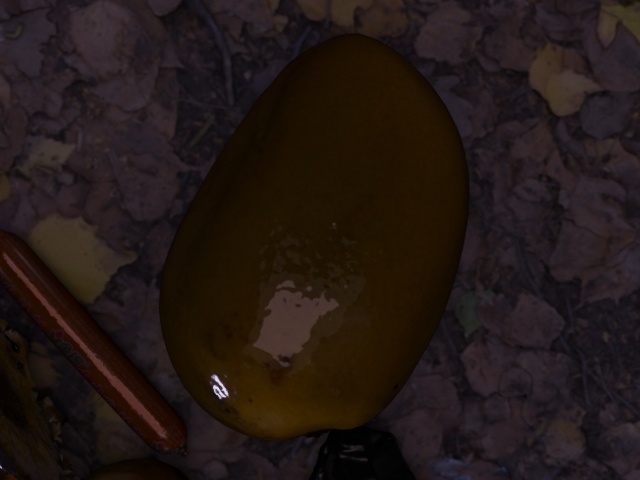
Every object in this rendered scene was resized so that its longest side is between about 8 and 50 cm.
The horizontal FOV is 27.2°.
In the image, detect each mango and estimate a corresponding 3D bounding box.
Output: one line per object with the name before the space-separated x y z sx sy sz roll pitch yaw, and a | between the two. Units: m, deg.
mango | 0.000 0.000 1.418 0.300 0.232 0.445 18 86 4

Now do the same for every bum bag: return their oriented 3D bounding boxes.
bum bag | 0.001 0.370 1.504 0.144 0.095 0.340 31 87 6

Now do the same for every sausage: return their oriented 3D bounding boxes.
sausage | -0.269 0.118 1.510 0.053 0.053 0.348 -41 92 3

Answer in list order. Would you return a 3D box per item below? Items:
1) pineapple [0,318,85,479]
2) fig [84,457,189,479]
pineapple | -0.446 0.205 1.384 0.300 0.352 0.352 -31 93 9
fig | -0.261 0.337 1.495 0.257 0.159 0.159 -12 93 18
